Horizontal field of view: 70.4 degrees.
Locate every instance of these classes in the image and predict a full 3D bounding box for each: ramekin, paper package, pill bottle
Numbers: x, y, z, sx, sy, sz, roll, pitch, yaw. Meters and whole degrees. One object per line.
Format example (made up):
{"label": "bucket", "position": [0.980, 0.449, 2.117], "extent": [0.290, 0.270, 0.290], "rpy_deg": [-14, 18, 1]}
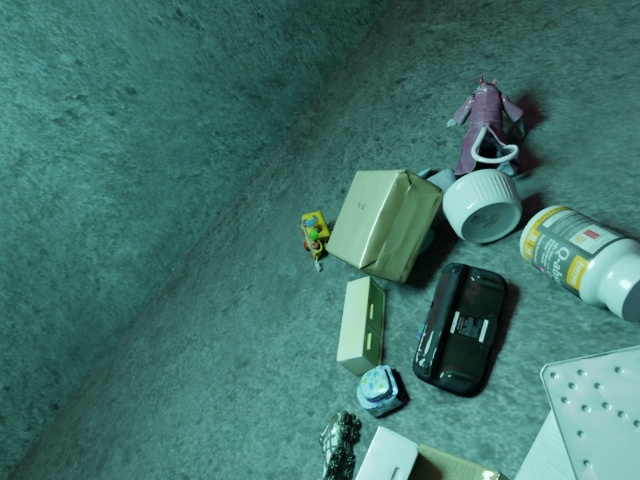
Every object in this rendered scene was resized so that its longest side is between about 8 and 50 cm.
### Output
{"label": "ramekin", "position": [0.452, -0.084, 1.256], "extent": [0.207, 0.207, 0.109], "rpy_deg": [-29, 45, 23]}
{"label": "paper package", "position": [0.182, -0.053, 1.397], "extent": [0.309, 0.168, 0.325], "rpy_deg": [-67, 18, 1]}
{"label": "pill bottle", "position": [0.591, 0.044, 0.993], "extent": [0.162, 0.162, 0.278], "rpy_deg": [-42, 32, 5]}

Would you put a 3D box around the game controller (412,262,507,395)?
{"label": "game controller", "position": [0.344, 0.209, 1.115], "extent": [0.167, 0.067, 0.319], "rpy_deg": [18, 72, 16]}

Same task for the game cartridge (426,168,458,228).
{"label": "game cartridge", "position": [0.338, -0.112, 1.543], "extent": [0.294, 0.060, 0.196], "rpy_deg": [-29, 40, 24]}

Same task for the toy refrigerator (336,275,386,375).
{"label": "toy refrigerator", "position": [0.129, 0.246, 1.331], "extent": [0.094, 0.102, 0.269], "rpy_deg": [-21, 39, 32]}

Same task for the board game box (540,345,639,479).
{"label": "board game box", "position": [0.578, 0.336, 0.641], "extent": [0.390, 0.050, 0.389], "rpy_deg": [-20, 60, 22]}

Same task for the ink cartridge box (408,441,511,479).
{"label": "ink cartridge box", "position": [0.246, 0.542, 0.874], "extent": [0.193, 0.088, 0.234], "rpy_deg": [-5, 50, 54]}

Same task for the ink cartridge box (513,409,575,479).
{"label": "ink cartridge box", "position": [0.470, 0.421, 0.800], "extent": [0.206, 0.045, 0.208], "rpy_deg": [31, 94, 57]}

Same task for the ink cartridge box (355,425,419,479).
{"label": "ink cartridge box", "position": [0.130, 0.490, 0.947], "extent": [0.092, 0.218, 0.158], "rpy_deg": [23, 67, 16]}

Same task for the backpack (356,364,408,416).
{"label": "backpack", "position": [0.149, 0.387, 1.172], "extent": [0.114, 0.084, 0.105], "rpy_deg": [-38, 31, 15]}

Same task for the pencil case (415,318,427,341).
{"label": "pencil case", "position": [0.318, 0.216, 1.191], "extent": [0.070, 0.064, 0.151], "rpy_deg": [33, 80, 39]}

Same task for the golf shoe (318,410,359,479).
{"label": "golf shoe", "position": [0.036, 0.536, 1.153], "extent": [0.094, 0.077, 0.198], "rpy_deg": [-28, 28, 43]}

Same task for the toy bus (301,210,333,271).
{"label": "toy bus", "position": [-0.004, -0.013, 1.752], "extent": [0.104, 0.202, 0.191], "rpy_deg": [-17, 23, -12]}

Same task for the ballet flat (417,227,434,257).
{"label": "ballet flat", "position": [0.277, 0.036, 1.433], "extent": [0.203, 0.074, 0.074], "rpy_deg": [-52, 33, 0]}

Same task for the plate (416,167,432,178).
{"label": "plate", "position": [0.319, -0.206, 1.633], "extent": [0.188, 0.024, 0.188], "rpy_deg": [-30, 5, 3]}

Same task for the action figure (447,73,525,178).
{"label": "action figure", "position": [0.502, -0.363, 1.422], "extent": [0.248, 0.276, 0.370], "rpy_deg": [-2, 78, 26]}
